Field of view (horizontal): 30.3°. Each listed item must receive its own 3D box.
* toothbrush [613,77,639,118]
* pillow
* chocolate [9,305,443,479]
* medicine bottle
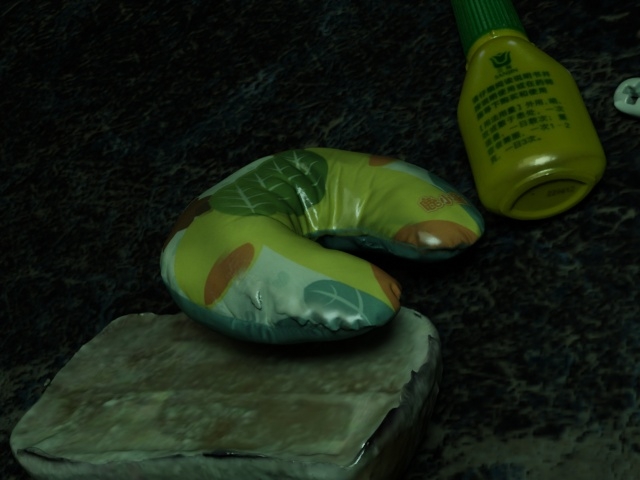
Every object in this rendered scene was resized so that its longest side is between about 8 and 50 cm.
[{"bbox_3d":[0.367,-0.057,0.752,0.418,0.040,0.042,23,72,40],"label":"toothbrush"},{"bbox_3d":[0.000,0.000,0.855,0.214,0.086,0.233,16,31,33],"label":"pillow"},{"bbox_3d":[-0.061,0.124,0.819,0.303,0.100,0.185,-2,33,27],"label":"chocolate"},{"bbox_3d":[0.146,-0.128,0.922,0.095,0.064,0.260,-21,48,13],"label":"medicine bottle"}]
